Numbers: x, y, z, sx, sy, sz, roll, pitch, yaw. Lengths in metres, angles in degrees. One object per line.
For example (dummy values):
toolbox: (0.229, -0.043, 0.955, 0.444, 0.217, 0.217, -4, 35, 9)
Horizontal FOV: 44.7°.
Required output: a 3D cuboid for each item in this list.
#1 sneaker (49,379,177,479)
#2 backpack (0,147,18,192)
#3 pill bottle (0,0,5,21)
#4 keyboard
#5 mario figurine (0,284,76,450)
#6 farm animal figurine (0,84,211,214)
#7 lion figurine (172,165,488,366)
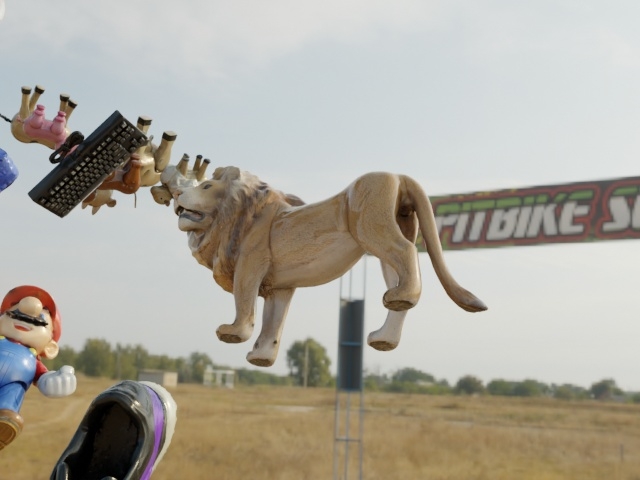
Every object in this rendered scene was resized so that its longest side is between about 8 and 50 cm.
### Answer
sneaker: (-0.236, 0.282, 0.790, 0.102, 0.293, 0.146, 10, -14, 5)
backpack: (-0.663, -0.134, 1.529, 0.098, 0.120, 0.101, 32, -29, 31)
pill bottle: (-0.652, -0.330, 1.287, 0.162, 0.162, 0.278, 13, -39, -42)
keyboard: (-0.345, -0.113, 1.140, 0.023, 0.180, 0.108, 47, 0, 35)
mario figurine: (-0.503, 0.171, 1.260, 0.170, 0.320, 0.198, -25, -61, 13)
farm animal figurine: (-0.422, -0.151, 1.510, 0.330, 0.172, 0.327, 39, 27, 30)
lion figurine: (0.000, 0.000, 0.863, 0.392, 0.240, 0.142, -9, -33, 29)
